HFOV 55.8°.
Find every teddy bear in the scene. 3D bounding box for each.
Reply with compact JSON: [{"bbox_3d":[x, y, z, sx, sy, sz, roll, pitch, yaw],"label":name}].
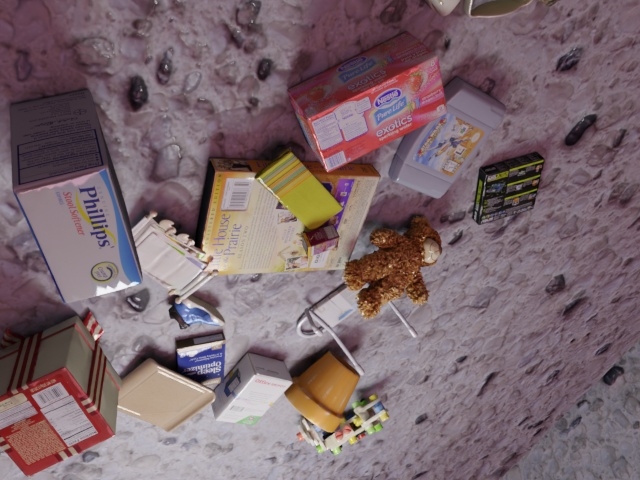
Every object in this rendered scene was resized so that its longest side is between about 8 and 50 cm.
[{"bbox_3d":[0.208,0.070,1.624,0.338,0.245,0.113,-13,177,-25],"label":"teddy bear"}]

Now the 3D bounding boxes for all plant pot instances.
[{"bbox_3d":[0.020,0.460,1.899,0.188,0.205,0.205,-51,133,0],"label":"plant pot"}]

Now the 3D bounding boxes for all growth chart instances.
[{"bbox_3d":[-0.351,0.042,1.400,0.172,0.021,0.237,-31,122,19],"label":"growth chart"}]

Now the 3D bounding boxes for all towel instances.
[{"bbox_3d":[-0.046,-0.111,1.392,0.102,0.021,0.237,-35,136,12],"label":"towel"}]

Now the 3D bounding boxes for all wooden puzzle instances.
[{"bbox_3d":[-0.451,0.435,1.702,0.221,0.044,0.238,-38,123,19],"label":"wooden puzzle"}]

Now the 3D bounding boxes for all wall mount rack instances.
[{"bbox_3d":[0.118,0.238,1.786,0.350,0.130,0.304,-36,135,7],"label":"wall mount rack"}]

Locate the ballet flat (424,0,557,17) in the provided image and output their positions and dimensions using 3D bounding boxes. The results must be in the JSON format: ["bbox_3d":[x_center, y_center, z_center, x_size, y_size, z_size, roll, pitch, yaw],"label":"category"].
[{"bbox_3d":[0.324,-0.531,1.220,0.482,0.164,0.182,-5,150,-25],"label":"ballet flat"}]

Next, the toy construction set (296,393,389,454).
[{"bbox_3d":[0.082,0.659,2.121,0.327,0.151,0.215,-17,159,-3],"label":"toy construction set"}]

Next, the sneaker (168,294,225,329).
[{"bbox_3d":[-0.326,0.201,1.576,0.084,0.058,0.152,-46,129,7],"label":"sneaker"}]

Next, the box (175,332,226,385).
[{"bbox_3d":[-0.343,0.362,1.728,0.136,0.036,0.225,-8,132,-21],"label":"box"}]

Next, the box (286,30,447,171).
[{"bbox_3d":[0.100,-0.300,1.299,0.300,0.142,0.154,-27,135,-3],"label":"box"}]

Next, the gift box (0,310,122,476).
[{"bbox_3d":[-0.621,0.329,1.411,0.255,0.258,0.276,-21,115,-7],"label":"gift box"}]

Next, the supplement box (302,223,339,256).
[{"bbox_3d":[0.000,0.000,1.484,0.083,0.043,0.055,-18,153,-13],"label":"supplement box"}]

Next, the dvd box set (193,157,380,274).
[{"bbox_3d":[-0.087,-0.051,1.479,0.420,0.062,0.308,-2,129,-26],"label":"dvd box set"}]

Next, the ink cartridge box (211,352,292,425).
[{"bbox_3d":[-0.211,0.453,1.834,0.154,0.093,0.212,23,116,-40],"label":"ink cartridge box"}]

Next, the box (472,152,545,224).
[{"bbox_3d":[0.533,-0.146,1.725,0.190,0.045,0.184,-17,131,-12],"label":"box"}]

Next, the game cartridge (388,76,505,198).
[{"bbox_3d":[0.308,-0.250,1.515,0.198,0.062,0.297,13,122,-39],"label":"game cartridge"}]

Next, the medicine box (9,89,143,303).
[{"bbox_3d":[-0.444,-0.085,1.105,0.149,0.289,0.264,-15,133,-15],"label":"medicine box"}]
